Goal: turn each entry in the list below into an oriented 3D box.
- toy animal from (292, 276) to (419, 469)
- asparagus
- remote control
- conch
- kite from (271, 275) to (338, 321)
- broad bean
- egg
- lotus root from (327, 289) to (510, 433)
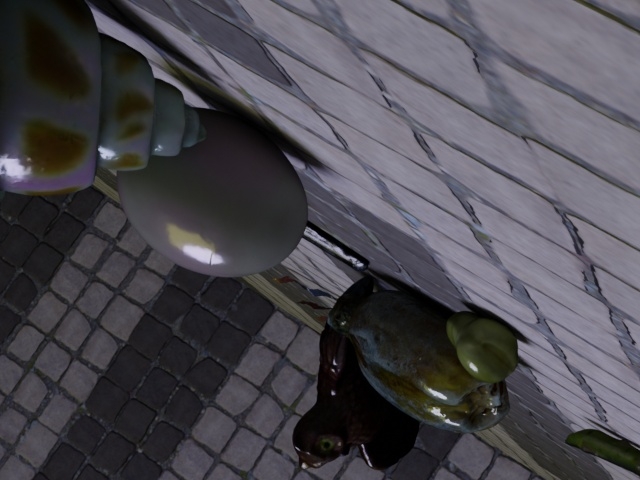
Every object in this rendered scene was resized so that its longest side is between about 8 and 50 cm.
[{"bbox_3d":[0.031,0.141,1.502,0.116,0.179,0.218,36,156,45],"label":"toy animal"},{"bbox_3d":[0.298,0.207,1.342,0.236,0.027,0.034,26,151,51],"label":"asparagus"},{"bbox_3d":[0.000,0.000,1.357,0.096,0.014,0.039,33,175,4],"label":"remote control"},{"bbox_3d":[-0.255,-0.118,0.895,0.368,0.197,0.249,32,-146,-36],"label":"conch"},{"bbox_3d":[0.080,0.120,1.948,0.360,0.022,0.204,23,169,45],"label":"kite"},{"bbox_3d":[0.123,0.080,1.175,0.063,0.045,0.083,36,-178,-5],"label":"broad bean"},{"bbox_3d":[-0.071,-0.031,1.006,0.135,0.103,0.103,31,174,21],"label":"egg"},{"bbox_3d":[0.082,0.098,1.351,0.192,0.088,0.113,31,158,39],"label":"lotus root"}]
